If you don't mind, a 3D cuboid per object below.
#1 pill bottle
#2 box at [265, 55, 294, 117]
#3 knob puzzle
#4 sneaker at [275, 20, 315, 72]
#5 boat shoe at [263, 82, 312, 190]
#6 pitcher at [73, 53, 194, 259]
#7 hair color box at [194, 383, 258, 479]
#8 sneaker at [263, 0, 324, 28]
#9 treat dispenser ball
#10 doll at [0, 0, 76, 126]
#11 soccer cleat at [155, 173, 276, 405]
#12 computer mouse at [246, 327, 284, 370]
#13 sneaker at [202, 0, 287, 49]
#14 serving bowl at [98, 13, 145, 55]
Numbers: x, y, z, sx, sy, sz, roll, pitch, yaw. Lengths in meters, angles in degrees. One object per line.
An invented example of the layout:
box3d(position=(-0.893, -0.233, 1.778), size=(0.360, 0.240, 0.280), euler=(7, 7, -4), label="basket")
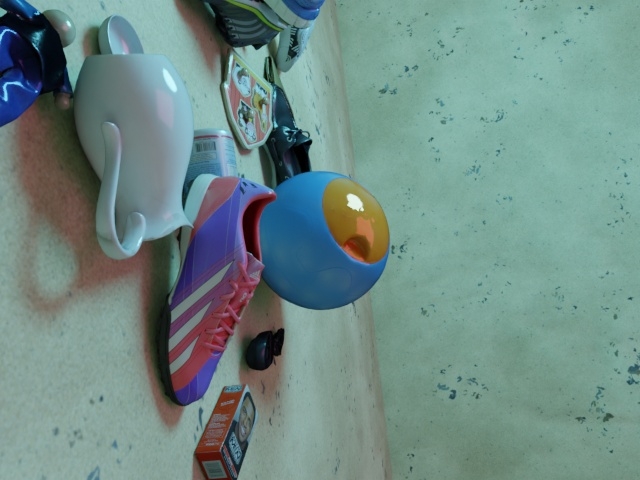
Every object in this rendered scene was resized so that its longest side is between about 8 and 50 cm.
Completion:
box3d(position=(-0.171, -0.088, 0.797), size=(0.087, 0.087, 0.160), euler=(2, 80, -78), label="pill bottle")
box3d(position=(-0.105, -0.379, 1.403), size=(0.201, 0.021, 0.164), euler=(67, 10, -51), label="box")
box3d(position=(-0.147, -0.288, 1.095), size=(0.213, 0.030, 0.213), euler=(-5, 90, -66), label="knob puzzle")
box3d(position=(-0.106, -0.670, 1.403), size=(0.137, 0.210, 0.366), euler=(-76, -171, -59), label="sneaker")
box3d(position=(-0.069, -0.219, 1.243), size=(0.127, 0.113, 0.340), euler=(-16, 101, -55), label="boat shoe")
box3d(position=(-0.205, -0.094, 0.555), size=(0.178, 0.125, 0.207), euler=(-90, 177, -73), label="pitcher")
box3d(position=(-0.141, 0.296, 0.784), size=(0.141, 0.043, 0.072), euler=(-74, 152, -64), label="hair color box")
box3d(position=(-0.108, -0.562, 0.946), size=(0.330, 0.147, 0.130), euler=(39, 26, -14), label="sneaker")
box3d(position=(0.000, 0.000, 1.059), size=(0.288, 0.288, 0.288), euler=(-8, 90, -78), label="treat dispenser ball")
box3d(position=(-0.277, -0.173, 0.466), size=(0.189, 0.046, 0.129), euler=(-83, 161, -51), label="doll")
box3d(position=(-0.138, 0.068, 0.689), size=(0.108, 0.116, 0.318), euler=(38, 59, -77), label="soccer cleat")
box3d(position=(-0.109, 0.212, 1.024), size=(0.242, 0.041, 0.071), euler=(31, 60, -83), label="computer mouse")
box3d(position=(-0.168, -0.445, 1.001), size=(0.111, 0.121, 0.300), euler=(54, 26, 16), label="sneaker")
box3d(position=(-0.257, -0.242, 0.648), size=(0.083, 0.027, 0.083), euler=(-8, 90, -78), label="serving bowl")
